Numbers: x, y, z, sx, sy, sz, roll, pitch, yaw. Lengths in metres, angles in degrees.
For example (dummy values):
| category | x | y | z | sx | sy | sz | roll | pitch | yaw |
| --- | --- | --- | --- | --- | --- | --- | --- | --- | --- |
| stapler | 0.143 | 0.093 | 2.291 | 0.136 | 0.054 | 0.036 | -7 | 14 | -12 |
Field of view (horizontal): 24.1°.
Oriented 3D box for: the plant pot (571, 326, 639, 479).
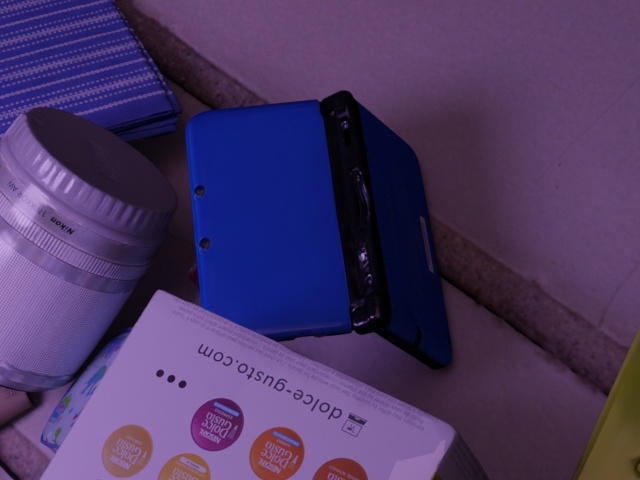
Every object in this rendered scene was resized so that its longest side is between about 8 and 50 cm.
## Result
| category | x | y | z | sx | sy | sz | roll | pitch | yaw |
| --- | --- | --- | --- | --- | --- | --- | --- | --- | --- |
| plant pot | 0.369 | 0.215 | 1.419 | 0.207 | 0.228 | 0.227 | 22 | 72 | 20 |

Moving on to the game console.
| category | x | y | z | sx | sy | sz | roll | pitch | yaw |
| --- | --- | --- | --- | --- | --- | --- | --- | --- | --- |
| game console | 0.000 | 0.000 | 1.651 | 0.173 | 0.250 | 0.293 | -22 | 58 | 24 |

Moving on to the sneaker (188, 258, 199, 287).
| category | x | y | z | sx | sy | sz | roll | pitch | yaw |
| --- | --- | --- | --- | --- | --- | --- | --- | --- | --- |
| sneaker | -0.090 | -0.004 | 1.737 | 0.170 | 0.063 | 0.075 | -34 | 33 | 43 |

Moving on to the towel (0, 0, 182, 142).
| category | x | y | z | sx | sy | sz | roll | pitch | yaw |
| --- | --- | --- | --- | --- | --- | --- | --- | --- | --- |
| towel | -0.339 | -0.214 | 1.898 | 0.243 | 0.040 | 0.336 | -17 | 46 | -16 |

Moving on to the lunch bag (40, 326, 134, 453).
| category | x | y | z | sx | sy | sz | roll | pitch | yaw |
| --- | --- | --- | --- | --- | --- | --- | --- | --- | --- |
| lunch bag | -0.206 | 0.179 | 1.635 | 0.176 | 0.090 | 0.219 | -57 | 21 | -17 |

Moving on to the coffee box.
| category | x | y | z | sx | sy | sz | roll | pitch | yaw |
| --- | --- | --- | --- | --- | --- | --- | --- | --- | --- |
| coffee box | -0.050 | 0.311 | 1.429 | 0.337 | 0.338 | 0.334 | 23 | 72 | 28 |

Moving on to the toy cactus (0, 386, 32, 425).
| category | x | y | z | sx | sy | sz | roll | pitch | yaw |
| --- | --- | --- | --- | --- | --- | --- | --- | --- | --- |
| toy cactus | -0.431 | 0.206 | 1.755 | 0.180 | 0.112 | 0.219 | -23 | 50 | -6 |

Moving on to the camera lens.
| category | x | y | z | sx | sy | sz | roll | pitch | yaw |
| --- | --- | --- | --- | --- | --- | --- | --- | --- | --- |
| camera lens | -0.315 | 0.016 | 1.696 | 0.219 | 0.219 | 0.274 | 46 | 109 | 31 |
